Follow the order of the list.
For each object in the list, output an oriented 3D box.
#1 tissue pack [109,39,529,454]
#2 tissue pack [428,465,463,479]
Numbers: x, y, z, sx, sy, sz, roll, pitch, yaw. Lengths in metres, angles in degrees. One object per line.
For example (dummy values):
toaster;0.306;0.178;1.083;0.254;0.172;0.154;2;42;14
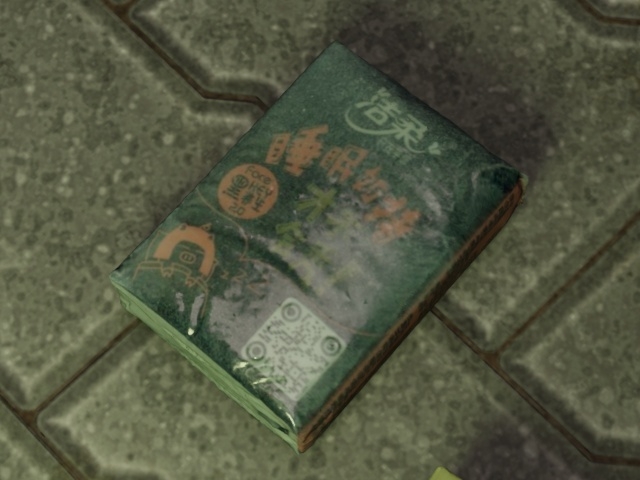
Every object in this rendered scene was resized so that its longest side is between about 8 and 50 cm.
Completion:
tissue pack;0.000;0.000;1.460;0.228;0.103;0.316;39;74;13
tissue pack;0.100;0.325;1.315;0.159;0.125;0.234;31;72;12
